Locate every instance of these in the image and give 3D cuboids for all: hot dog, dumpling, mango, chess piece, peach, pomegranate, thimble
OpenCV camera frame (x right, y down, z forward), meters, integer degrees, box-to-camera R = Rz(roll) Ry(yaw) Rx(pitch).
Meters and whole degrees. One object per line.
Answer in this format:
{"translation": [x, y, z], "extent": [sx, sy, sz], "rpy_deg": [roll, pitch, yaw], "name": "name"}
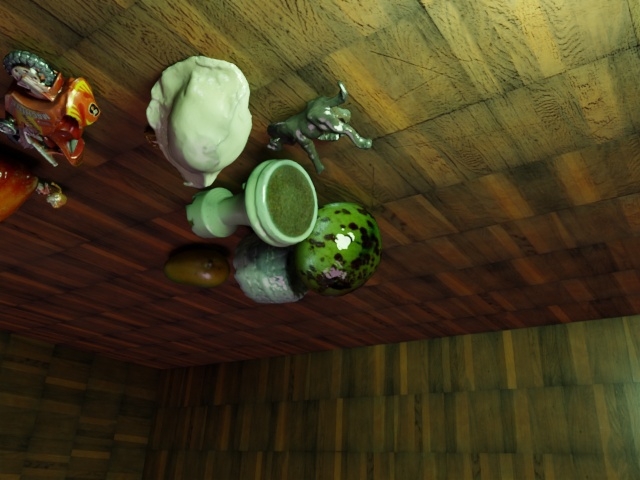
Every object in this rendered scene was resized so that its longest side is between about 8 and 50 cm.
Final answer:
{"translation": [-0.327, -0.213, 1.114], "extent": [0.083, 0.035, 0.058], "rpy_deg": [-1, 151, 9], "name": "hot dog"}
{"translation": [-0.225, -0.220, 0.973], "extent": [0.193, 0.147, 0.258], "rpy_deg": [39, 124, 2], "name": "dumpling"}
{"translation": [-0.398, 0.086, 1.689], "extent": [0.251, 0.114, 0.156], "rpy_deg": [2, 168, 31], "name": "mango"}
{"translation": [-0.174, -0.074, 1.245], "extent": [0.299, 0.194, 0.195], "rpy_deg": [-6, 155, 38], "name": "chess piece"}
{"translation": [-0.837, -0.099, 1.212], "extent": [0.362, 0.201, 0.257], "rpy_deg": [5, 154, 2], "name": "peach"}
{"translation": [0.013, -0.011, 1.333], "extent": [0.242, 0.306, 0.242], "rpy_deg": [-39, 162, -15], "name": "pomegranate"}
{"translation": [-0.133, 0.077, 1.516], "extent": [0.172, 0.204, 0.250], "rpy_deg": [-5, 171, 17], "name": "thimble"}

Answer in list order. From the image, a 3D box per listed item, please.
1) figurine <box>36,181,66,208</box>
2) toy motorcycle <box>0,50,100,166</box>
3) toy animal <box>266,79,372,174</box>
{"translation": [-0.686, -0.128, 1.334], "extent": [0.064, 0.047, 0.109], "rpy_deg": [-13, 130, 45], "name": "figurine"}
{"translation": [-0.515, -0.239, 1.016], "extent": [0.171, 0.089, 0.298], "rpy_deg": [14, 154, -23], "name": "toy motorcycle"}
{"translation": [-0.009, -0.212, 1.025], "extent": [0.148, 0.084, 0.233], "rpy_deg": [23, 152, -33], "name": "toy animal"}
